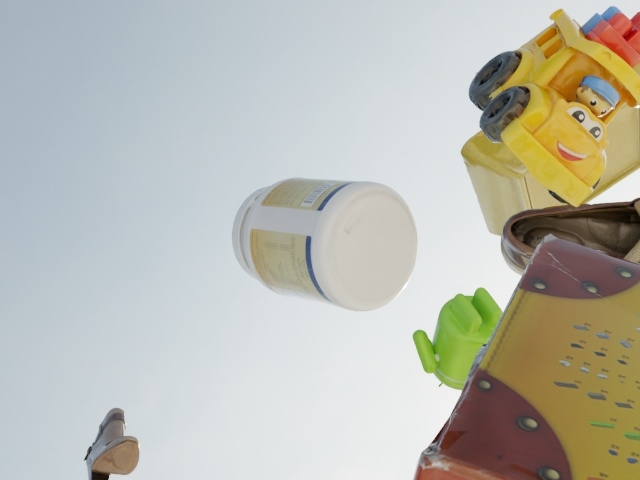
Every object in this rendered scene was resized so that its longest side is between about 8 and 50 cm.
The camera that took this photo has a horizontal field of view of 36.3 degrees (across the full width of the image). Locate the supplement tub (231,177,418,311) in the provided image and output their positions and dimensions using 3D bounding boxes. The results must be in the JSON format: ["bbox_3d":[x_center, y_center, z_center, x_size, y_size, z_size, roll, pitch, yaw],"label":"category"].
[{"bbox_3d":[0.000,0.000,1.790,0.228,0.316,0.228,-5,-82,-36],"label":"supplement tub"}]

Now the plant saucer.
[{"bbox_3d":[0.409,-0.141,1.584,0.332,0.081,0.333,-34,-31,1],"label":"plant saucer"}]

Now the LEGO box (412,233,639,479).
[{"bbox_3d":[0.272,0.266,0.449,0.193,0.500,0.373,-47,-29,-53],"label":"LEGO box"}]

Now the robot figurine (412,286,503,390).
[{"bbox_3d":[0.144,0.101,0.961,0.101,0.067,0.115,-16,-43,-23],"label":"robot figurine"}]

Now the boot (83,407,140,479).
[{"bbox_3d":[-0.220,0.215,1.041,0.042,0.087,0.118,27,-55,-21],"label":"boot"}]

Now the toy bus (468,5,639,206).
[{"bbox_3d":[0.296,-0.172,1.107,0.149,0.220,0.211,40,-66,-19],"label":"toy bus"}]

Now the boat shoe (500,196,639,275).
[{"bbox_3d":[0.383,0.010,1.152,0.123,0.341,0.123,46,-125,-72],"label":"boat shoe"}]
